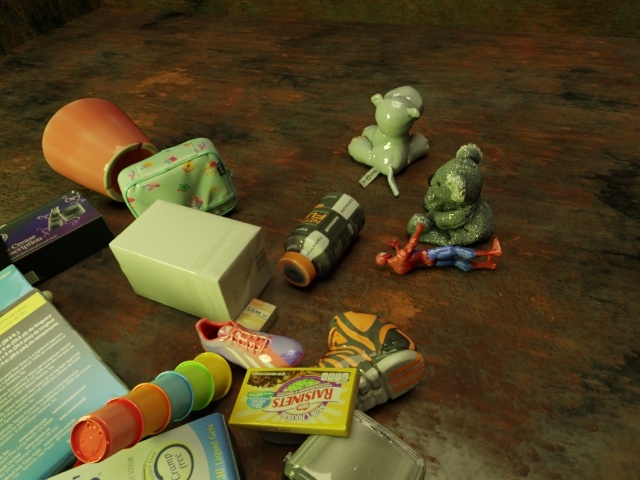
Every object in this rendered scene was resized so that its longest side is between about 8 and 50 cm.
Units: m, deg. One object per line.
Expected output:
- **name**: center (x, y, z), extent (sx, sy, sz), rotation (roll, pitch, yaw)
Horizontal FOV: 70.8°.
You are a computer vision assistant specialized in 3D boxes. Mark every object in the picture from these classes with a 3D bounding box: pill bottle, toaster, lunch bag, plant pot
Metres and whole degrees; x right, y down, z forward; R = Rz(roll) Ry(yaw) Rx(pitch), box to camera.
- **pill bottle**: center (0.000, 0.000, 1.093), extent (0.131, 0.130, 0.245), rotation (19, 49, 24)
- **toaster**: center (0.061, 0.369, 0.695), extent (0.227, 0.129, 0.146), rotation (31, 51, 17)
- **lunch bag**: center (-0.366, -0.131, 1.207), extent (0.279, 0.223, 0.108), rotation (-26, 43, -12)
- **plant pot**: center (-0.628, -0.256, 1.349), extent (0.243, 0.274, 0.275), rotation (33, 55, 23)

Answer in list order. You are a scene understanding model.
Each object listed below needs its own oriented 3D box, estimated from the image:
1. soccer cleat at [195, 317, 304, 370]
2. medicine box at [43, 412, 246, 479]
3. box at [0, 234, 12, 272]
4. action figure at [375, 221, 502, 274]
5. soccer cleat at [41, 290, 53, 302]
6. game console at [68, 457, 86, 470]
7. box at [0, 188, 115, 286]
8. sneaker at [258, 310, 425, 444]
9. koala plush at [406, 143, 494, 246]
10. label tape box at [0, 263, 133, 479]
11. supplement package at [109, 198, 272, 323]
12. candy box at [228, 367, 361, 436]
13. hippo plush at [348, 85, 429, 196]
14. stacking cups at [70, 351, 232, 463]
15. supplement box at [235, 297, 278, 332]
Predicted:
- **soccer cleat**: center (-0.144, 0.200, 0.872), extent (0.248, 0.095, 0.083), rotation (-2, 38, 38)
- **medicine box**: center (-0.237, 0.442, 0.642), extent (0.290, 0.149, 0.263), rotation (-18, 45, -14)
- **box**: center (-0.825, 0.140, 0.927), extent (0.312, 0.179, 0.343), rotation (-45, 53, -6)
- **action figure**: center (0.268, 0.012, 1.083), extent (0.281, 0.091, 0.138), rotation (-5, 50, -1)
- **soccer cleat**: center (-0.653, 0.198, 1.008), extent (0.076, 0.068, 0.196), rotation (20, 44, -2)
- **game console**: center (-0.360, 0.336, 0.759), extent (0.124, 0.144, 0.085), rotation (1, 50, -41)
- **box**: center (-0.720, -0.006, 1.198), extent (0.261, 0.103, 0.184), rotation (-37, 49, -28)
- **sneaker**: center (0.021, 0.249, 0.856), extent (0.322, 0.124, 0.180), rotation (-20, 32, -11)
- **koala plush**: center (0.339, -0.113, 1.108), extent (0.204, 0.221, 0.196), rotation (18, 48, 23)
- **label tape box**: center (-0.534, 0.251, 0.796), extent (0.348, 0.115, 0.249), rotation (42, 65, 12)
- **supplement package**: center (-0.288, 0.049, 1.037), extent (0.293, 0.177, 0.175), rotation (15, 48, 20)
- **candy box**: center (-0.042, 0.256, 0.729), extent (0.206, 0.027, 0.105), rotation (-7, 43, 23)
- **hippo plush**: center (0.191, -0.332, 1.341), extent (0.235, 0.236, 0.294), rotation (21, 50, 25)
- **stacking cups**: center (-0.260, 0.269, 0.734), extent (0.096, 0.095, 0.316), rotation (11, 5, 16)
- **supplement box**: center (-0.145, 0.180, 0.987), extent (0.062, 0.036, 0.098), rotation (17, 48, 21)
